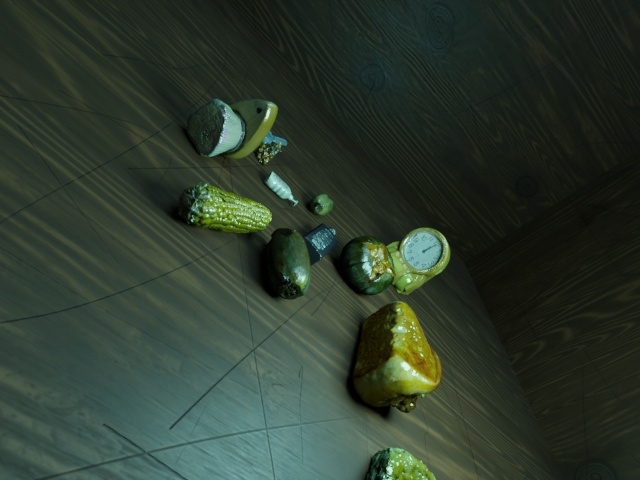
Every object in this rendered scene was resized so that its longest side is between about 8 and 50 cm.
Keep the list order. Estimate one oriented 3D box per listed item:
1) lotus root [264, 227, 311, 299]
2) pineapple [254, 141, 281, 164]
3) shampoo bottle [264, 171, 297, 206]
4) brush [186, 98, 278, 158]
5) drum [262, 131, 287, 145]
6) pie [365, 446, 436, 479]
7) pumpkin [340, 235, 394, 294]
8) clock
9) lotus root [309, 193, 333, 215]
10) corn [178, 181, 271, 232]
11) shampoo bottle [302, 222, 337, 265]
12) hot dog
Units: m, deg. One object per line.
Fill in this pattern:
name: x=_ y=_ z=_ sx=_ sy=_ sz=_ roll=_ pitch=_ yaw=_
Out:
lotus root: x=-0.091 y=0.061 z=1.192 sx=0.123 sy=0.124 sz=0.240 roll=20 pitch=37 yaw=-27
pineapple: x=-0.199 y=-0.351 z=1.665 sx=0.077 sy=0.114 sz=0.114 roll=53 pitch=16 yaw=-54
shampoo bottle: x=-0.143 y=-0.191 z=1.586 sx=0.152 sy=0.045 sz=0.077 roll=41 pitch=22 yaw=-21
brush: x=-0.271 y=-0.372 z=1.327 sx=0.174 sy=0.267 sz=0.166 roll=66 pitch=22 yaw=7
drum: x=-0.213 y=-0.435 z=1.820 sx=0.253 sy=0.049 sz=0.130 roll=20 pitch=38 yaw=-53
pie: x=0.218 y=0.635 z=0.948 sx=0.288 sy=0.103 sz=0.355 roll=48 pitch=23 yaw=7
pumpkin: x=0.177 y=0.096 z=1.615 sx=0.238 sy=0.159 sz=0.237 roll=25 pitch=55 yaw=-41
clock: x=0.461 y=0.085 z=1.988 sx=0.200 sy=0.317 sz=0.244 roll=26 pitch=33 yaw=-60
lotus root: x=0.001 y=-0.148 z=1.756 sx=0.090 sy=0.077 sz=0.183 roll=44 pitch=19 yaw=0
corn: x=-0.250 y=-0.075 z=1.122 sx=0.318 sy=0.115 sz=0.115 roll=15 pitch=42 yaw=-59
shampoo bottle: x=0.001 y=0.001 z=1.535 sx=0.098 sy=0.071 sz=0.309 roll=51 pitch=22 yaw=0
hot dog: x=0.241 y=0.367 z=1.288 sx=0.223 sy=0.185 sz=0.405 roll=47 pitch=22 yaw=-8
